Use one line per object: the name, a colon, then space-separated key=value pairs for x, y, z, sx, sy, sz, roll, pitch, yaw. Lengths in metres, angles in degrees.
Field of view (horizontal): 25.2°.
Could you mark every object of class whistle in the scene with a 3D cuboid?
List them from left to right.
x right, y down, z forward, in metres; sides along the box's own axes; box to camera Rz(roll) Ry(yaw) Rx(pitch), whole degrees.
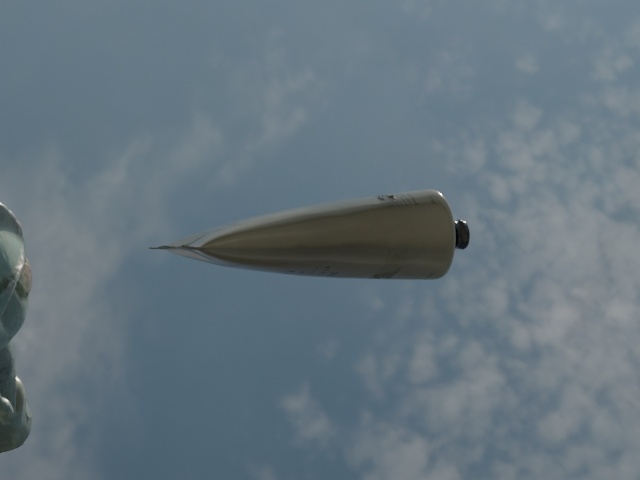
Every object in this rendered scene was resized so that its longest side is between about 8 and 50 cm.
whistle: x=-0.277 y=0.063 z=1.086 sx=0.142 sy=0.346 sz=0.133 roll=32 pitch=-120 yaw=19

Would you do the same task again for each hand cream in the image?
hand cream: x=0.000 y=0.000 z=0.835 sx=0.087 sy=0.186 sz=0.054 roll=179 pitch=-92 yaw=-72
